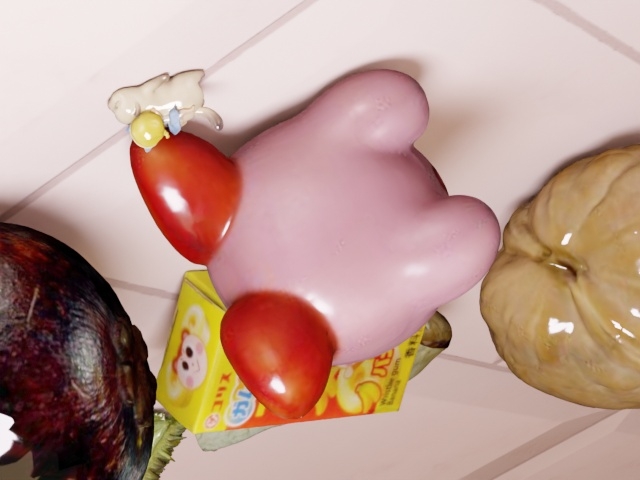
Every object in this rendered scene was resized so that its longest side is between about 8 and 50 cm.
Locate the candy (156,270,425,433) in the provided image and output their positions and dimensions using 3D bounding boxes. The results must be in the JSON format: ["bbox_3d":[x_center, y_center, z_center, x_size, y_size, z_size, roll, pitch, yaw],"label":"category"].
[{"bbox_3d":[-0.025,0.107,1.871,0.276,0.088,0.146,0,117,-40],"label":"candy"}]

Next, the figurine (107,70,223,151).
[{"bbox_3d":[-0.122,-0.100,1.449,0.083,0.050,0.047,-16,151,-13],"label":"figurine"}]

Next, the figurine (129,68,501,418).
[{"bbox_3d":[-0.007,0.005,1.568,0.261,0.269,0.211,-27,166,-17],"label":"figurine"}]

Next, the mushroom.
[{"bbox_3d":[-0.005,0.157,2.071,0.333,0.087,0.107,-25,180,13],"label":"mushroom"}]

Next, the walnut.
[{"bbox_3d":[0.324,0.040,1.890,0.285,0.285,0.296,6,123,-48],"label":"walnut"}]

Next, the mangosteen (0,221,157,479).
[{"bbox_3d":[-0.290,0.138,1.518,0.330,0.330,0.330,-18,157,-8],"label":"mangosteen"}]

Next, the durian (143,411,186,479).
[{"bbox_3d":[-0.321,0.303,2.151,0.394,0.163,0.198,-32,117,12],"label":"durian"}]
